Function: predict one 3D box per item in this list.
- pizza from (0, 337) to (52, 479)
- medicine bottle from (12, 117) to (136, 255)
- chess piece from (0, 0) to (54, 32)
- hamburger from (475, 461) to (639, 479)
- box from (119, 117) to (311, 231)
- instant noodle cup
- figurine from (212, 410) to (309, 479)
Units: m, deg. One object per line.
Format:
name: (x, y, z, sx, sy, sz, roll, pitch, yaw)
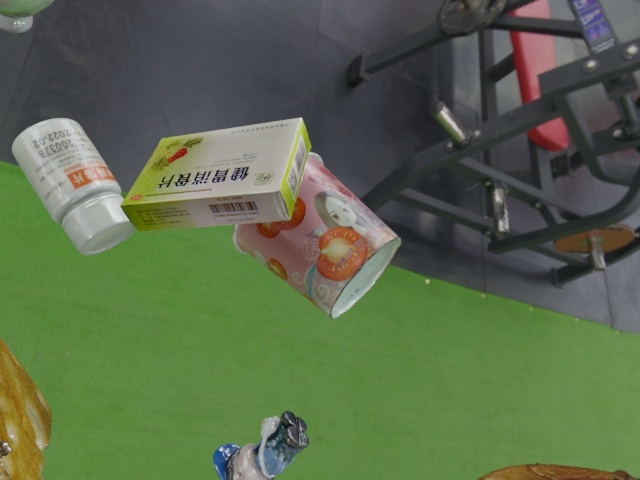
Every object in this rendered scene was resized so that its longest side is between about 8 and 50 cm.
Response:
pizza: (-0.462, 0.231, 0.634, 0.130, 0.440, 0.406, -24, 49, -21)
medicine bottle: (-0.484, -0.104, 0.983, 0.144, 0.144, 0.252, -28, 84, -35)
chess piece: (-0.159, -0.205, 0.235, 0.139, 0.271, 0.139, 13, 60, -23)
hamburger: (0.236, 0.295, 0.453, 0.261, 0.243, 0.139, 2, 77, -20)
box: (-0.156, -0.102, 0.771, 0.062, 0.260, 0.175, 70, 24, -44)
instant noodle cup: (0.000, 0.000, 0.915, 0.231, 0.243, 0.243, 41, 53, 18)
figurine: (-0.077, 0.289, 0.658, 0.087, 0.149, 0.086, 36, 18, -34)
